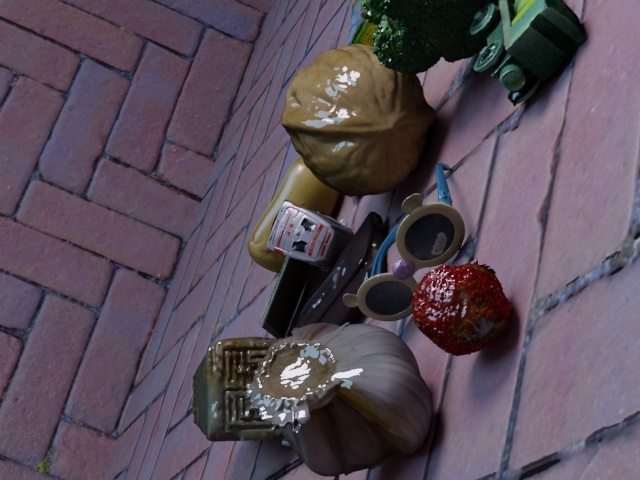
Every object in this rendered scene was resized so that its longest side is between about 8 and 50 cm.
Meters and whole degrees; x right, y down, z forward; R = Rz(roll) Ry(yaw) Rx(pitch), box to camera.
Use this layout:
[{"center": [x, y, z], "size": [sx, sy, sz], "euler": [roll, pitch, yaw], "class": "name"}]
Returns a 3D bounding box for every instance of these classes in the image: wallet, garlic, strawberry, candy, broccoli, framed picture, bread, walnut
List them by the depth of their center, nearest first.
[{"center": [0.143, 0.071, 1.185], "size": [0.106, 0.106, 0.106], "euler": [-59, 15, 27], "class": "strawberry"}, {"center": [0.007, 0.209, 1.278], "size": [0.207, 0.207, 0.257], "euler": [157, 128, -71], "class": "garlic"}, {"center": [0.151, -0.349, 1.552], "size": [0.269, 0.241, 0.261], "euler": [-67, -19, 3], "class": "broccoli"}, {"center": [0.056, -0.175, 1.707], "size": [0.225, 0.225, 0.261], "euler": [-66, 18, 2], "class": "walnut"}, {"center": [0.027, 0.082, 1.726], "size": [0.229, 0.049, 0.182], "euler": [-56, 15, 33], "class": "wallet"}, {"center": [-0.051, 0.073, 1.968], "size": [0.142, 0.011, 0.183], "euler": [52, -122, -70], "class": "framed picture"}, {"center": [-0.037, -0.042, 2.047], "size": [0.217, 0.098, 0.147], "euler": [-59, -12, 11], "class": "bread"}, {"center": [0.102, -0.439, 2.294], "size": [0.097, 0.062, 0.194], "euler": [-57, 16, 38], "class": "candy"}]

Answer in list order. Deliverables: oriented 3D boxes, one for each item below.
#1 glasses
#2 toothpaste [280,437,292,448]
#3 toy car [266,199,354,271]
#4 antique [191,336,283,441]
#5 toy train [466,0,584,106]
[{"center": [0.132, -0.004, 1.491], "size": [0.190, 0.088, 0.220], "euler": [-59, -5, 30], "class": "glasses"}, {"center": [-0.019, 0.271, 1.611], "size": [0.057, 0.035, 0.197], "euler": [-53, 9, -11], "class": "toothpaste"}, {"center": [0.000, 0.000, 1.855], "size": [0.209, 0.108, 0.089], "euler": [20, -90, -68], "class": "toy car"}, {"center": [-0.128, 0.238, 1.812], "size": [0.284, 0.125, 0.150], "euler": [137, 133, -74], "class": "antique"}, {"center": [0.245, -0.251, 1.400], "size": [0.132, 0.083, 0.200], "euler": [-46, 22, 28], "class": "toy train"}]
